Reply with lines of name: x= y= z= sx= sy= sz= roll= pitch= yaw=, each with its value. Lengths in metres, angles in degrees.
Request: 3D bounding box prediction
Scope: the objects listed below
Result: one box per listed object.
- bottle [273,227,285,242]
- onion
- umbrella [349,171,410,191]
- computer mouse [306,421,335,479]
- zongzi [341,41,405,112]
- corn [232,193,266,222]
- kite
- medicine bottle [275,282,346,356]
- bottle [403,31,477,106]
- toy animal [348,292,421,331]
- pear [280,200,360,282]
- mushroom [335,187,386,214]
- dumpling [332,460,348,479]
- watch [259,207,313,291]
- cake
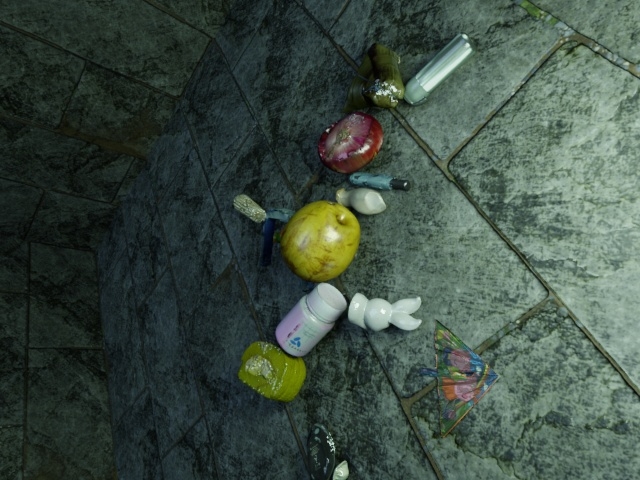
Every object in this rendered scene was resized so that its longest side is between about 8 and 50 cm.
bottle: x=-0.130 y=-0.023 z=1.760 sx=0.187 sy=0.069 sz=0.069 roll=-14 pitch=69 yaw=42
onion: x=0.108 y=-0.340 z=1.534 sx=0.248 sy=0.161 sz=0.248 roll=-9 pitch=75 yaw=34
umbrella: x=0.198 y=-0.202 z=1.477 sx=0.250 sy=0.053 sz=0.052 roll=17 pitch=91 yaw=48
computer mouse: x=0.006 y=0.700 z=1.426 sx=0.106 sy=0.062 sz=0.192 roll=-45 pitch=38 yaw=32
zongzi: x=0.162 y=-0.493 z=1.517 sx=0.300 sy=0.138 sz=0.286 roll=-45 pitch=31 yaw=39
corn: x=-0.328 y=-0.147 z=1.990 sx=0.211 sy=0.087 sz=0.087 roll=35 pitch=105 yaw=47
kite: x=0.373 y=0.368 z=1.171 sx=0.233 sy=0.016 sz=0.321 roll=-13 pitch=71 yaw=42
medicine bottle: x=-0.033 y=0.276 z=1.519 sx=0.254 sy=0.152 sz=0.152 roll=-49 pitch=49 yaw=25
bottle: x=0.372 y=-0.529 z=1.368 sx=0.253 sy=0.079 sz=0.096 roll=-38 pitch=67 yaw=32
toy animal: x=0.208 y=0.231 z=1.339 sx=0.220 sy=0.131 sz=0.104 roll=7 pitch=49 yaw=22
pear: x=0.000 y=0.000 z=1.472 sx=0.280 sy=0.280 sz=0.281 roll=-15 pitch=69 yaw=43
mushroom: x=0.136 y=-0.137 z=1.493 sx=0.212 sy=0.096 sz=0.088 roll=17 pitch=102 yaw=47
dumpling: x=0.059 y=0.733 z=1.364 sx=0.043 sy=0.059 sz=0.077 roll=41 pitch=107 yaw=35
watch: x=-0.126 y=0.024 z=1.672 sx=0.276 sy=0.068 sz=0.275 roll=24 pitch=113 yaw=38
cake: x=-0.182 y=0.477 z=1.619 sx=0.260 sy=0.156 sz=0.179 roll=15 pitch=74 yaw=42
